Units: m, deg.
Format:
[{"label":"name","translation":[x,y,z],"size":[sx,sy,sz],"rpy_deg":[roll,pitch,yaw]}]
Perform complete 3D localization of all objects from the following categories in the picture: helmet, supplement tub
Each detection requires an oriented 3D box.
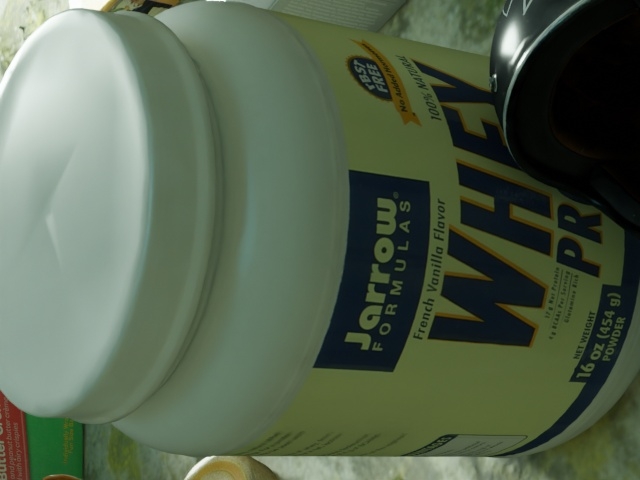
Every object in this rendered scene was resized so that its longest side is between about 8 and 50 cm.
[{"label":"helmet","translation":[0.169,-0.086,0.722],"size":[0.161,0.169,0.169],"rpy_deg":[35,115,27]},{"label":"supplement tub","translation":[0.000,0.000,0.815],"size":[0.235,0.325,0.235],"rpy_deg":[-11,77,53]}]

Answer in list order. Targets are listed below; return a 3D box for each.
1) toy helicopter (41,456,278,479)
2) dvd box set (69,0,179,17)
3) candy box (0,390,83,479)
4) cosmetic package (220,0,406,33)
[{"label":"toy helicopter","translation":[-0.180,0.259,1.157],"size":[0.355,0.140,0.235],"rpy_deg":[-34,41,16]},{"label":"dvd box set","translation":[-0.098,-0.388,1.235],"size":[0.420,0.062,0.307],"rpy_deg":[-32,59,47]},{"label":"candy box","translation":[-0.371,0.165,1.309],"size":[0.122,0.317,0.268],"rpy_deg":[-15,74,52]},{"label":"cosmetic package","translation":[0.015,-0.226,1.022],"size":[0.238,0.107,0.127],"rpy_deg":[-39,54,41]}]
